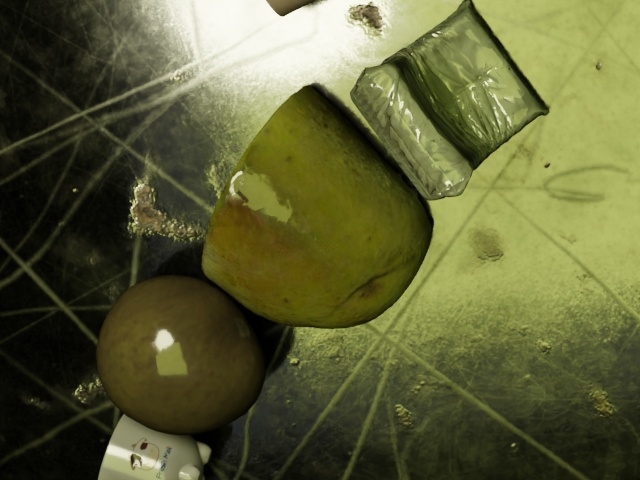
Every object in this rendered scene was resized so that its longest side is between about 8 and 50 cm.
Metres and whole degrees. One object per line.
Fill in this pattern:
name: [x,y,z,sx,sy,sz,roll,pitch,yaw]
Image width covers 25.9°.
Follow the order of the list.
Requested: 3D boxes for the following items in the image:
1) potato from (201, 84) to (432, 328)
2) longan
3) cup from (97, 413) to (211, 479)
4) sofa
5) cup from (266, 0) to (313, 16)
potato: [0.000,0.000,1.936,0.280,0.213,0.330,30,107,3]
longan: [-0.198,0.166,2.004,0.248,0.248,0.248,2,102,10]
cup: [-0.241,0.327,2.108,0.142,0.173,0.134,17,136,5]
sofa: [0.173,-0.184,1.857,0.176,0.225,0.210,-35,91,19]
cup: [-0.018,-0.452,1.840,0.200,0.191,0.252,-24,119,12]
